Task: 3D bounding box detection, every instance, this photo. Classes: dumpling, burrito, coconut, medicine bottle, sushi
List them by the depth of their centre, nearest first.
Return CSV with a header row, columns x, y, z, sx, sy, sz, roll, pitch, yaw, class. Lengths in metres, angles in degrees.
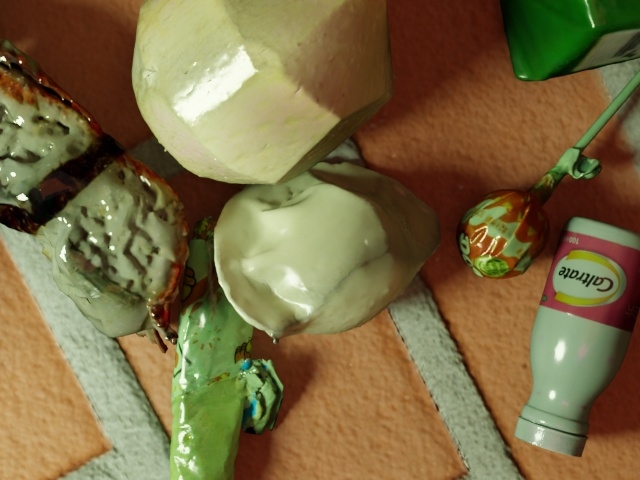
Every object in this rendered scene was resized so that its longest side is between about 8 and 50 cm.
x,y,z,sx,sy,sz,roll,pitch,yaw,class
-0.047,-0.169,1.173,0.197,0.237,0.237,22,89,-40,coconut
-0.226,-0.041,1.191,0.332,0.124,0.130,43,77,-7,sushi
0.003,-0.002,1.238,0.216,0.126,0.166,-32,76,-9,dumpling
-0.084,0.124,1.257,0.104,0.054,0.288,6,90,-11,burrito
0.245,0.091,1.284,0.090,0.090,0.216,16,90,-9,medicine bottle

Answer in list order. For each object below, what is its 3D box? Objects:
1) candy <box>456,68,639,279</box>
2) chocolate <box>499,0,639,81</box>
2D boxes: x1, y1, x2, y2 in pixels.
x,y,z,sx,sy,sz,roll,pitch,yaw,class
0.235,-0.076,1.298,0.078,0.084,0.287,45,76,-11,candy
0.324,-0.352,1.243,0.360,0.161,0.341,-15,91,-8,chocolate
